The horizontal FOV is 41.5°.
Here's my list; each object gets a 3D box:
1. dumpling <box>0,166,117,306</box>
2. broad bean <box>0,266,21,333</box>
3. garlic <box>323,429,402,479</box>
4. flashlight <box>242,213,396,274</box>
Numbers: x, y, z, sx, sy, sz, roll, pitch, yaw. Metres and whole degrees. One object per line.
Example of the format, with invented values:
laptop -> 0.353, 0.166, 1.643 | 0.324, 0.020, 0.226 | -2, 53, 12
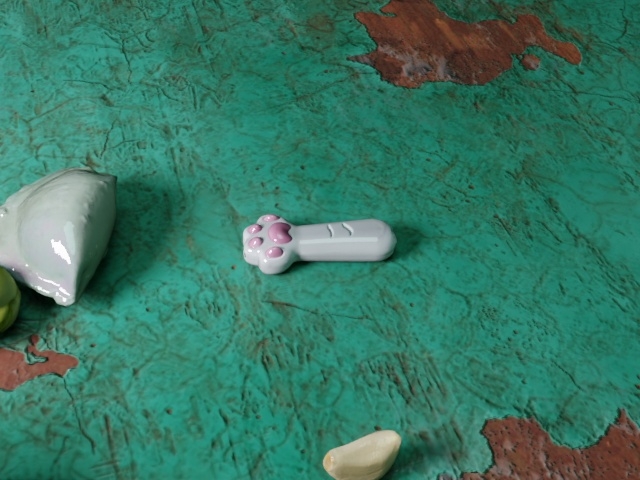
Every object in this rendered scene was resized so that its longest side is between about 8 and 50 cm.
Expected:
dumpling -> -0.327, -0.007, 1.052 | 0.149, 0.105, 0.216 | -18, 48, 19
broad bean -> -0.429, 0.064, 0.986 | 0.175, 0.082, 0.124 | 15, 44, 25
garlic -> 0.042, 0.225, 0.866 | 0.083, 0.053, 0.041 | -10, 44, -22
flashlight -> 0.000, 0.000, 1.098 | 0.201, 0.047, 0.093 | -2, 44, -5
